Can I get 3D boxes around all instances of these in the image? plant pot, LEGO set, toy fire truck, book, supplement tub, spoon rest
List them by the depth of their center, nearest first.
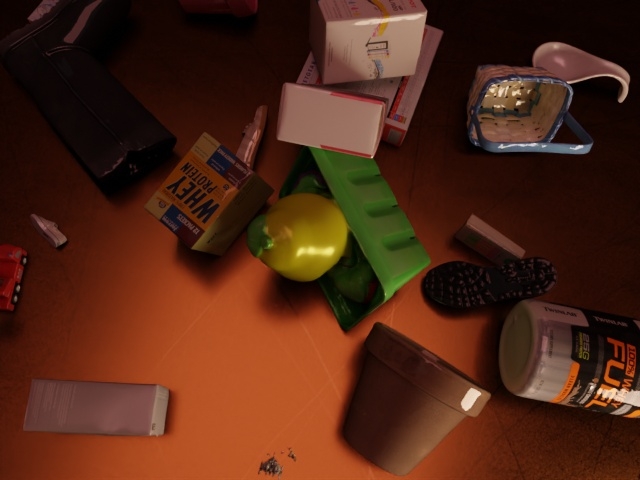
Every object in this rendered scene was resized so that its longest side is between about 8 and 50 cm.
[{"bbox_3d":[0.164,0.323,1.075,0.263,0.263,0.229,32,87,6],"label":"plant pot"},{"bbox_3d":[-0.089,0.452,1.107,0.054,0.023,0.083,44,73,10],"label":"LEGO set"},{"bbox_3d":[-0.674,0.088,1.126,0.047,0.135,0.192,4,70,-4],"label":"toy fire truck"},{"bbox_3d":[0.569,0.250,1.141,0.338,0.207,0.207,10,70,-1],"label":"supplement tub"},{"bbox_3d":[0.392,0.008,1.271,0.144,0.096,0.035,34,70,8],"label":"book"},{"bbox_3d":[-0.276,-0.676,1.417,0.180,0.201,0.201,-8,70,9],"label":"plant pot"},{"bbox_3d":[0.708,-0.459,1.474,0.276,0.084,0.137,18,70,1],"label":"spoon rest"}]

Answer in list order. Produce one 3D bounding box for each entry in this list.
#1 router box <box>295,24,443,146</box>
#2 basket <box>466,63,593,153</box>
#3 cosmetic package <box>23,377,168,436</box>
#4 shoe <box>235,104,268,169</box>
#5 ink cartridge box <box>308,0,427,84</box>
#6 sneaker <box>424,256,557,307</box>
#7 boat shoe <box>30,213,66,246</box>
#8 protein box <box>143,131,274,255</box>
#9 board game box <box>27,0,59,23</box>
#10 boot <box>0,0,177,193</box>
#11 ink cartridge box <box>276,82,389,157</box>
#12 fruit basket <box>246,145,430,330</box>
[{"bbox_3d":[0.126,-0.448,1.418,0.301,0.082,0.335,22,70,3],"label":"router box"},{"bbox_3d":[0.487,-0.300,1.317,0.254,0.201,0.289,3,39,-3],"label":"basket"},{"bbox_3d":[-0.429,0.328,1.068,0.238,0.127,0.107,2,71,-6],"label":"cosmetic package"},{"bbox_3d":[-0.173,-0.237,1.319,0.058,0.076,0.219,16,72,-5],"label":"shoe"},{"bbox_3d":[0.103,-0.496,1.280,0.232,0.168,0.171,-9,55,-9],"label":"ink cartridge box"},{"bbox_3d":[0.384,0.107,1.240,0.283,0.124,0.107,-4,75,20],"label":"sneaker"},{"bbox_3d":[-0.612,-0.027,1.231,0.100,0.035,0.035,40,45,13],"label":"boat shoe"},{"bbox_3d":[-0.229,-0.090,1.168,0.136,0.201,0.200,39,90,9],"label":"protein box"},{"bbox_3d":[-0.699,-0.588,1.427,0.090,0.020,0.090,26,70,4],"label":"board game box"},{"bbox_3d":[-0.496,-0.379,1.300,0.367,0.146,0.445,-41,74,-7],"label":"boot"},{"bbox_3d":[0.038,-0.270,1.194,0.207,0.283,0.117,12,107,6],"label":"ink cartridge box"},{"bbox_3d":[0.000,0.000,1.137,0.392,0.283,0.392,8,62,-16],"label":"fruit basket"}]
